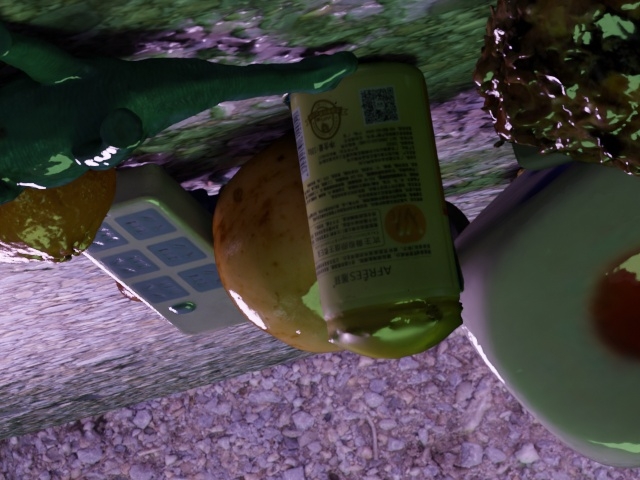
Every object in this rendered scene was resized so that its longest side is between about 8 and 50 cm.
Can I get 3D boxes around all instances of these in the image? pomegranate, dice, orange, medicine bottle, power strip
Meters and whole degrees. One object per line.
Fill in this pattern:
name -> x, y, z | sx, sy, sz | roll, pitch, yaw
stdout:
pomegranate -> 0.000, 0.000, 1.612 | 0.215, 0.215, 0.215 | -12, 171, -2
dice -> 0.310, 0.023, 1.634 | 0.304, 0.277, 0.304 | -43, -179, 16
orange -> -0.225, -0.038, 1.353 | 0.136, 0.117, 0.135 | -11, 164, -3
medicine bottle -> 0.047, -0.021, 1.434 | 0.124, 0.238, 0.124 | -10, 173, -1
power strip -> -0.142, 0.015, 1.668 | 0.118, 0.046, 0.270 | -17, 144, 22

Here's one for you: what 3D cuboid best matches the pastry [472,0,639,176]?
pastry -> 0.237, -0.120, 1.220 | 0.275, 0.192, 0.275 | -12, 173, -2

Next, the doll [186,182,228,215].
doll -> -0.130, -0.026, 1.716 | 0.206, 0.067, 0.110 | -10, 160, -8

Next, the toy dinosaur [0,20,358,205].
toy dinosaur -> -0.190, -0.079, 1.269 | 0.384, 0.129, 0.331 | -14, 180, 19

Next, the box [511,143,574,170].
box -> 0.268, -0.137, 1.440 | 0.244, 0.103, 0.055 | -17, 174, 29

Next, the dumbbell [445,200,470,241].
dumbbell -> 0.078, 0.023, 2.051 | 0.325, 0.143, 0.143 | -5, 168, -41

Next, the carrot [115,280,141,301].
carrot -> -0.203, 0.052, 2.134 | 0.059, 0.059, 0.248 | -13, 173, 6

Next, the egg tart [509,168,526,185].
egg tart -> 0.378, -0.048, 2.050 | 0.341, 0.132, 0.341 | -12, 169, -2
